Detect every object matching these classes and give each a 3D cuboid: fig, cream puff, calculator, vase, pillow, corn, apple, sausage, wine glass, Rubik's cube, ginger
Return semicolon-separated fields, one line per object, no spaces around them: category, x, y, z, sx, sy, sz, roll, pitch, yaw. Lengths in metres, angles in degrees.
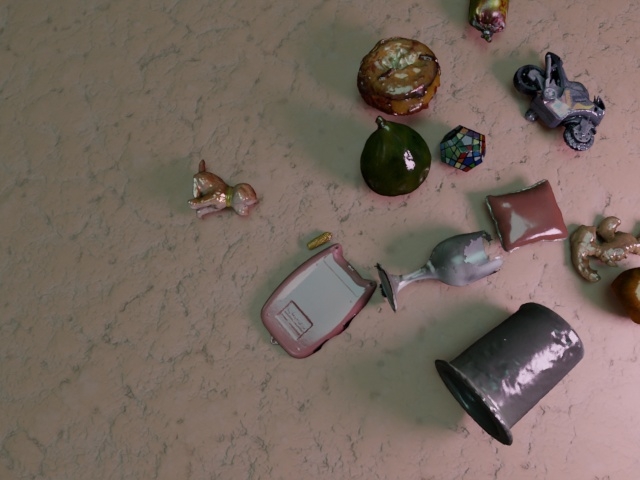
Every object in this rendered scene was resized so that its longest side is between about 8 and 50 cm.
fig;0.195;-0.231;1.222;0.195;0.245;0.196;-7;64;15
cream puff;0.227;-0.463;1.308;0.239;0.164;0.240;-3;62;5
calculator;-0.015;0.173;1.252;0.329;0.048;0.220;-44;79;-2
vase;0.462;0.298;1.085;0.291;0.245;0.245;-37;77;-7
pillow;0.557;-0.063;1.228;0.178;0.075;0.172;-14;77;2
corn;0.000;0.000;1.297;0.083;0.027;0.028;-30;63;2
apple;0.819;0.143;1.126;0.163;0.147;0.147;-11;72;16
sausage;0.507;-0.739;1.355;0.125;0.117;0.318;16;76;-31
wine glass;0.310;0.074;1.197;0.320;0.143;0.144;-22;76;0
Rubik's cube;0.399;-0.258;1.269;0.132;0.133;0.112;-8;53;4
ginger;0.787;-0.002;1.200;0.258;0.065;0.150;-26;74;2

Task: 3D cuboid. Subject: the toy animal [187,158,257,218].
toy animal;-0.277;-0.163;1.328;0.184;0.104;0.184;-3;70;10

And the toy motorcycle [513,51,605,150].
toy motorcycle;0.686;-0.393;1.277;0.173;0.108;0.308;-28;75;-10
